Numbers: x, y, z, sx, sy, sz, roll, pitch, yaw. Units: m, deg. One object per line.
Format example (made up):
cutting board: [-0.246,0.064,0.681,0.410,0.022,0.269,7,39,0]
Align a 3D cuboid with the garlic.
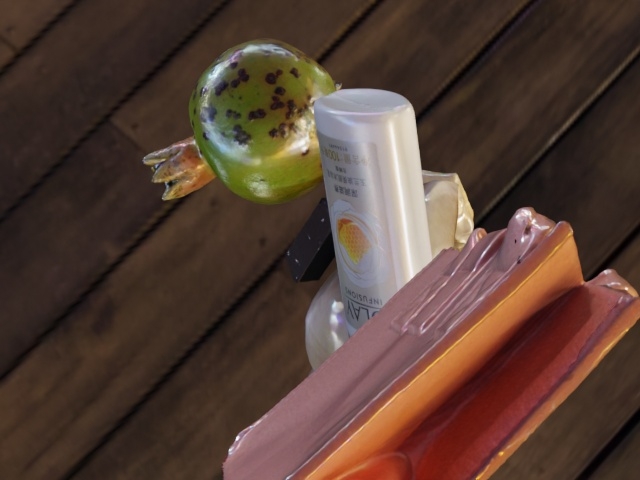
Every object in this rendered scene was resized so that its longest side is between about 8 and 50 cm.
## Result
garlic: [0.064,0.079,1.442,0.132,0.279,0.325,14,38,13]

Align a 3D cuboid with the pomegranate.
pomegranate: [-0.072,-0.106,1.413,0.205,0.159,0.159,-28,72,9]

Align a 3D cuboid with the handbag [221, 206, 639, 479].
handbag: [0.035,0.061,0.553,0.157,0.212,0.059,-45,91,-6]

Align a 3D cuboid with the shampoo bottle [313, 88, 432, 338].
shampoo bottle: [0.045,0.004,1.085,0.056,0.227,0.086,-23,27,-31]

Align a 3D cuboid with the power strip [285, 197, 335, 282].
power strip: [0.000,0.000,1.419,0.029,0.111,0.038,-5,61,-27]
